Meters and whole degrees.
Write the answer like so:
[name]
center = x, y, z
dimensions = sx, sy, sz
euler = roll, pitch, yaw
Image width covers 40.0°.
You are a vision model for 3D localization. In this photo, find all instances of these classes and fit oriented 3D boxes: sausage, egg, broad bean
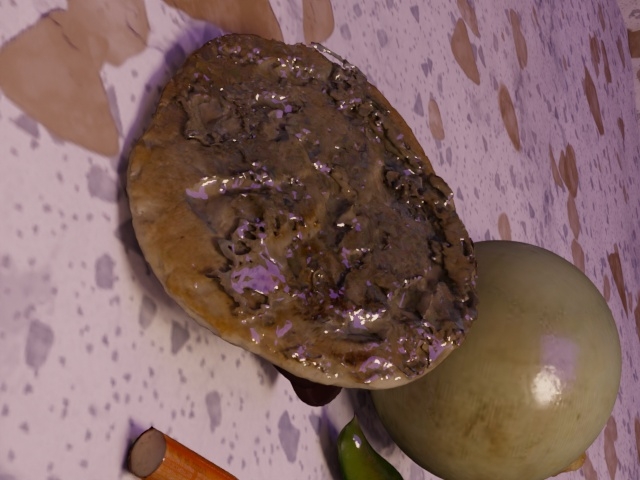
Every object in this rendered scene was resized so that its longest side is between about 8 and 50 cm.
[sausage]
center = -0.077, 0.150, 0.550
dimensions = 0.107, 0.031, 0.031
euler = 48, 41, -47
[egg]
center = 0.166, 0.105, 0.815
dimensions = 0.295, 0.218, 0.218
euler = -23, 101, -61
[broad bean]
center = 0.072, 0.267, 0.774
dimensions = 0.060, 0.043, 0.297
euler = -48, 124, -45

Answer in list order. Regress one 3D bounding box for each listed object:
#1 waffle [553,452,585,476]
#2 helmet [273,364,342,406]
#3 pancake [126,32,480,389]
[waffle]
center = 0.362, 0.203, 1.318
dimensions = 0.168, 0.057, 0.274
euler = 67, 30, -23
[helmet]
center = -0.011, 0.053, 0.650
dimensions = 0.070, 0.098, 0.123
euler = 32, 52, -21
[pancake]
center = -0.002, -0.027, 0.613
dimensions = 0.282, 0.049, 0.282
euler = 17, 53, -24
